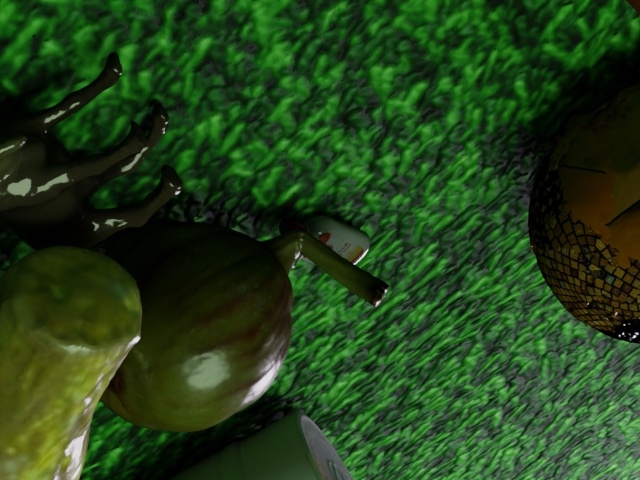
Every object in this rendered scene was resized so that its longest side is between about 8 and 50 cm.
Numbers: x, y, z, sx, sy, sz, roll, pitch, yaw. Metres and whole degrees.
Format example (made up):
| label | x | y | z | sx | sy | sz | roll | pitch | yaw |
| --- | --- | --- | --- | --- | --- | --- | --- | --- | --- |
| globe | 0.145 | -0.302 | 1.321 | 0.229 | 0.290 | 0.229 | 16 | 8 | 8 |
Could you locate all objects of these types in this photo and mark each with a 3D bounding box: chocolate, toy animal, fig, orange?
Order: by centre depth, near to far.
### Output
| label | x | y | z | sx | sy | sz | roll | pitch | yaw |
| --- | --- | --- | --- | --- | --- | --- | --- | --- | --- |
| toy animal | -0.183 | -0.032 | 1.044 | 0.186 | 0.093 | 0.214 | -22 | 158 | 8 |
| chocolate | -0.227 | 0.154 | 1.194 | 0.162 | 0.162 | 0.445 | -2 | 146 | -36 |
| fig | -0.072 | 0.039 | 1.212 | 0.186 | 0.148 | 0.142 | -52 | 143 | -27 |
| orange | 0.267 | -0.026 | 1.330 | 0.234 | 0.182 | 0.234 | -32 | 159 | -14 |

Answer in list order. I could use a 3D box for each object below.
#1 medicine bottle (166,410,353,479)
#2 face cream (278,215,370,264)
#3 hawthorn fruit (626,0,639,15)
| label | x | y | z | sx | sy | sz | roll | pitch | yaw |
| --- | --- | --- | --- | --- | --- | --- | --- | --- | --- |
| medicine bottle | -0.090 | 0.262 | 1.498 | 0.254 | 0.152 | 0.152 | -30 | 149 | 6 |
| face cream | 0.000 | 0.000 | 1.302 | 0.040 | 0.021 | 0.083 | -41 | 146 | 20 |
| hawthorn fruit | 0.266 | -0.237 | 0.848 | 0.403 | 0.403 | 0.403 | -20 | 149 | -13 |
